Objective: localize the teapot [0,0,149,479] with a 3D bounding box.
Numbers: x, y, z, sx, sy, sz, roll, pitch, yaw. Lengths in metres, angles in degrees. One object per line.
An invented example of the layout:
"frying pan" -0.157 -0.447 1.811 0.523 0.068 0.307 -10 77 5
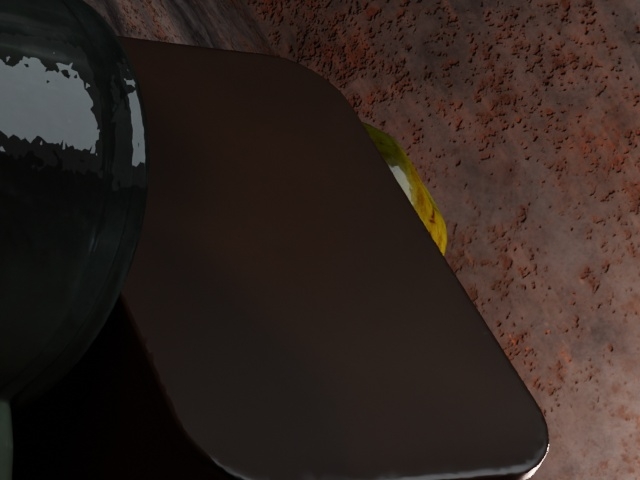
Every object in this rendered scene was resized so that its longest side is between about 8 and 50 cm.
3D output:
"teapot" -0.250 0.002 0.808 0.239 0.321 0.239 12 -2 41

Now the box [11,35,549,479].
"box" -0.074 0.077 0.990 0.239 0.229 0.339 3 44 -38

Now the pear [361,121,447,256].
"pear" 0.000 0.000 1.797 0.283 0.283 0.283 56 9 -14
